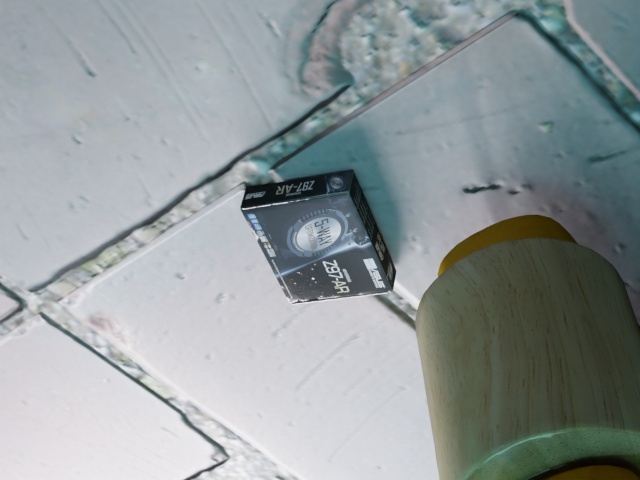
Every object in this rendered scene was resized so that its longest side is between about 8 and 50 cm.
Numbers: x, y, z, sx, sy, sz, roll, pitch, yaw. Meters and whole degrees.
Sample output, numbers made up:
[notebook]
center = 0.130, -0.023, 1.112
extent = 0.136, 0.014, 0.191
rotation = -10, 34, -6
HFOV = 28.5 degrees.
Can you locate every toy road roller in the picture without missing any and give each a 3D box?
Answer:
[toy road roller]
center = 0.225, 0.112, 0.672
extent = 0.240, 0.203, 0.329
rotation = -31, 128, 21

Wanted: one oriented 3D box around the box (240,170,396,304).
[box]
center = 0.000, 0.000, 0.727
extent = 0.067, 0.018, 0.083
rotation = -7, 133, 20
